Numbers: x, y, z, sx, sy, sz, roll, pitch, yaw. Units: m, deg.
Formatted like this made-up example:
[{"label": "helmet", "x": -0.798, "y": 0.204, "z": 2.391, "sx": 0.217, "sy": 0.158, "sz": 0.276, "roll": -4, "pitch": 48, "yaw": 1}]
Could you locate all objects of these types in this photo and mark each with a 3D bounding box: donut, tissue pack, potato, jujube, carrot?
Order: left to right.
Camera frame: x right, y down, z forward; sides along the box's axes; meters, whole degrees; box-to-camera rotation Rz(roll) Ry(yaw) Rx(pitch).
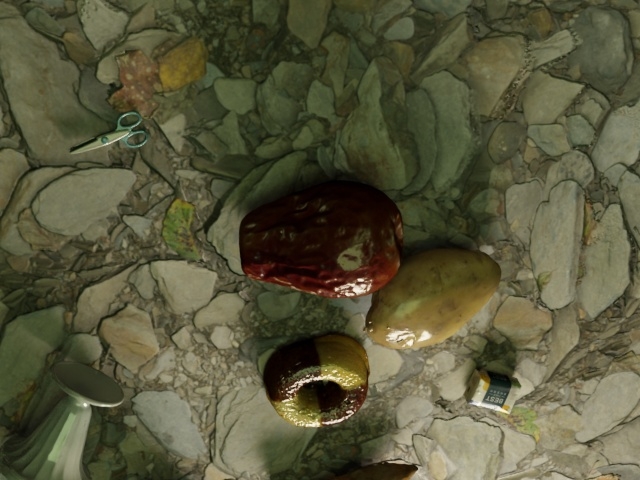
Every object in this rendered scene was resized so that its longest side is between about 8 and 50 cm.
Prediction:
[{"label": "donut", "x": -0.002, "y": 0.243, "z": 1.986, "sx": 0.184, "sy": 0.073, "sz": 0.166, "roll": -3, "pitch": 118, "yaw": -7}, {"label": "jujube", "x": 0.000, "y": 0.000, "z": 1.814, "sx": 0.255, "sy": 0.190, "sz": 0.190, "roll": -2, "pitch": 116, "yaw": 5}, {"label": "carrot", "x": 0.051, "y": 0.452, "z": 2.081, "sx": 0.263, "sy": 0.102, "sz": 0.102, "roll": -25, "pitch": 116, "yaw": 1}, {"label": "potato", "x": 0.176, "y": 0.086, "z": 1.920, "sx": 0.235, "sy": 0.128, "sz": 0.161, "roll": -40, "pitch": 131, "yaw": 5}, {"label": "tissue pack", "x": 0.301, "y": 0.263, "z": 2.061, "sx": 0.083, "sy": 0.042, "sz": 0.062, "roll": 15, "pitch": 109, "yaw": -16}]

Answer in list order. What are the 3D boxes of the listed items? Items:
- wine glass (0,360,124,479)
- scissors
[{"label": "wine glass", "x": -0.412, "y": 0.309, "z": 1.906, "sx": 0.165, "sy": 0.165, "sz": 0.196, "roll": 25, "pitch": 101, "yaw": -19}, {"label": "scissors", "x": -0.321, "y": -0.153, "z": 1.777, "sx": 0.119, "sy": 0.014, "sz": 0.058, "roll": -21, "pitch": 116, "yaw": -3}]
